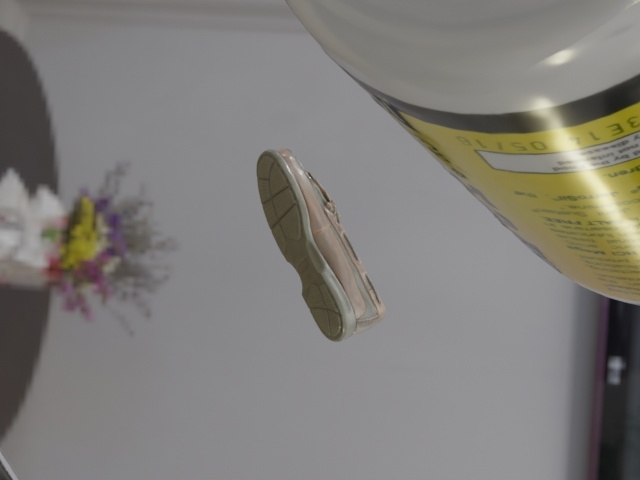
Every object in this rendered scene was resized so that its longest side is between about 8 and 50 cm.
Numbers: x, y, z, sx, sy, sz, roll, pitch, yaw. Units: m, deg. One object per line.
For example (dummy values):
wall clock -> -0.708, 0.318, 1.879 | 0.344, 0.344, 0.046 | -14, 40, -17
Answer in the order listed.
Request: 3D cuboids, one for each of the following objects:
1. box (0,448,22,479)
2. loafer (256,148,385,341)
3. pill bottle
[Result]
box -> -0.158, 0.059, 0.514 | 0.169, 0.087, 0.290 | 31, -30, 62
loafer -> 0.000, 0.000, 0.988 | 0.045, 0.039, 0.125 | -35, -105, 56
pill bottle -> 0.127, -0.082, 0.635 | 0.334, 0.188, 0.187 | 37, 55, -57
